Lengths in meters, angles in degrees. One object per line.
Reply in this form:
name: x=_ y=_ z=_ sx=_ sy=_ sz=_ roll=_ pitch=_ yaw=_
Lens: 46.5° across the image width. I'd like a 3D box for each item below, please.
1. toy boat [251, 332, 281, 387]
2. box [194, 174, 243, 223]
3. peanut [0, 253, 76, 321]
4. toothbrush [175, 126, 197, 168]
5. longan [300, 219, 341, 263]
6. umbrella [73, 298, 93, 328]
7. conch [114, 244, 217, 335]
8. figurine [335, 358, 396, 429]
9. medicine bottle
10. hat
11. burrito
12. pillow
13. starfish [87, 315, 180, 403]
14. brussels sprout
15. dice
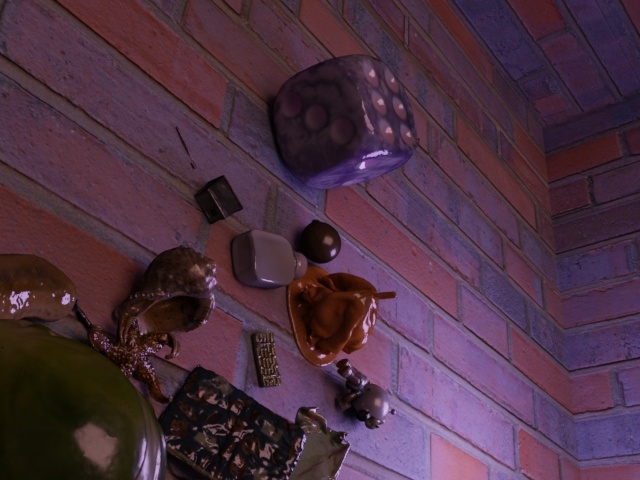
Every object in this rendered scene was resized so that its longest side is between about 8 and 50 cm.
toy boat: x=-0.113 y=0.252 z=1.574 sx=0.063 sy=0.016 sz=0.115 roll=8 pitch=67 yaw=-54
box: x=-0.217 y=-0.084 z=1.565 sx=0.063 sy=0.060 sz=0.084 roll=-41 pitch=109 yaw=-46
peanut: x=-0.459 y=0.078 z=1.095 sx=0.236 sy=0.110 sz=0.120 roll=17 pitch=38 yaw=-58
toothbrush: x=-0.284 y=-0.195 z=1.570 sx=0.008 sy=0.006 sz=0.096 roll=-31 pitch=99 yaw=-52
longan: x=0.000 y=0.000 z=1.796 sx=0.106 sy=0.106 sz=0.119 roll=37 pitch=30 yaw=-40
umbrella: x=-0.395 y=0.124 z=1.237 sx=0.022 sy=0.022 sz=0.148 roll=-38 pitch=110 yaw=-11
conch: x=-0.265 y=0.101 z=1.337 sx=0.207 sy=0.130 sz=0.155 roll=-37 pitch=101 yaw=-31
figurine: x=0.094 y=0.365 z=1.750 sx=0.197 sy=0.093 sz=0.147 roll=45 pitch=18 yaw=-21
medicine bottle: x=-0.109 y=0.045 z=1.639 sx=0.183 sy=0.069 sz=0.119 roll=13 pitch=62 yaw=-50
hat: x=0.081 y=0.144 z=1.711 sx=0.233 sy=0.233 sz=0.244 roll=63 pitch=35 yaw=-13
burrito: x=-0.026 y=0.432 z=1.436 sx=0.144 sy=0.089 sz=0.229 roll=35 pitch=37 yaw=1
pillow: x=-0.161 y=0.355 z=1.342 sx=0.256 sy=0.034 sz=0.189 roll=33 pitch=45 yaw=-1
starfish: x=-0.322 y=0.200 z=1.246 sx=0.190 sy=0.074 sz=0.146 roll=34 pitch=60 yaw=-41
brussels sprout: x=-0.361 y=0.281 z=0.981 sx=0.276 sy=0.315 sz=0.371 roll=24 pitch=45 yaw=-76
dice: x=0.063 y=-0.291 z=1.873 sx=0.270 sy=0.271 sz=0.270 roll=-4 pitch=76 yaw=-55
